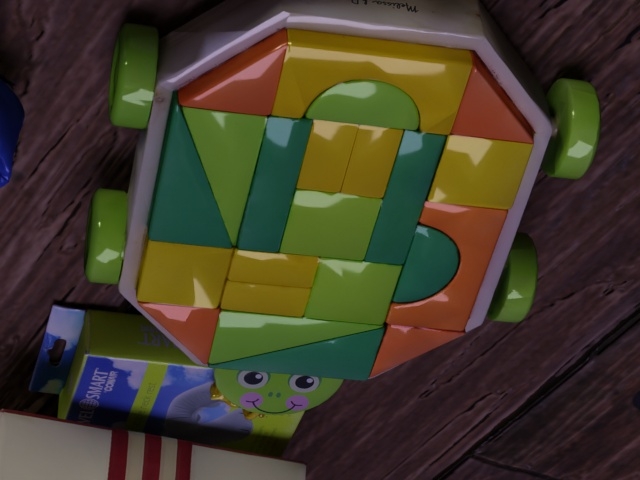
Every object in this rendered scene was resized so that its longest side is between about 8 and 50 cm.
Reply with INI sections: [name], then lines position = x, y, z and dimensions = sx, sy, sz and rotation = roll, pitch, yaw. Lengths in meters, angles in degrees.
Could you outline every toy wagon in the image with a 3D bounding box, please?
[toy wagon]
position = 0.000, 0.000, 1.067
dimensions = 0.267, 0.068, 0.344
rotation = 6, 132, -11

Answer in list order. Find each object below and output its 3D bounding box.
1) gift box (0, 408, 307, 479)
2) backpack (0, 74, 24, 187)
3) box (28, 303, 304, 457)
[gift box]
position = -0.132, 0.280, 1.246
dimensions = 0.276, 0.258, 0.255
rotation = 11, 156, -14
[backpack]
position = -0.222, -0.069, 0.970
dimensions = 0.101, 0.098, 0.120
rotation = -30, 123, 17
[box]
position = -0.100, 0.097, 1.231
dimensions = 0.178, 0.042, 0.109
rotation = 8, 140, -15
